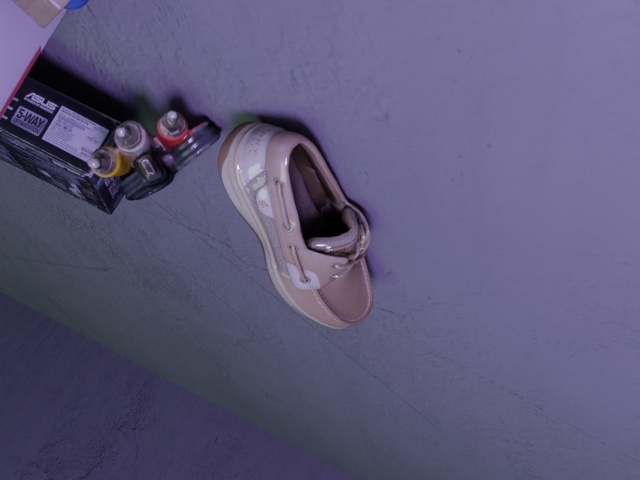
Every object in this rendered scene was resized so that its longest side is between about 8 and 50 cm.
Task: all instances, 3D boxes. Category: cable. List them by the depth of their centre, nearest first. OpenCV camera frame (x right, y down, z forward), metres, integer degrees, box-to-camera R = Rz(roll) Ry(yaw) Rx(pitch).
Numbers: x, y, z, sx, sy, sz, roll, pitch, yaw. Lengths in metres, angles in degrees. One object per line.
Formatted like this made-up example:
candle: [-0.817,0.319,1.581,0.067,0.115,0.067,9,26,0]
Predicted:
cable: [-0.196,-0.105,0.871,0.072,0.139,0.287,61,171,-7]

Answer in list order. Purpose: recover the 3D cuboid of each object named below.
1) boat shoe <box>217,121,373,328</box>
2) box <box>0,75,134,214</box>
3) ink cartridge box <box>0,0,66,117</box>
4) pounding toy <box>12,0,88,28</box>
boat shoe: [0.000,0.000,0.792,0.098,0.109,0.302,12,144,40]
box: [-0.396,-0.152,0.919,0.307,0.076,0.242,27,168,-4]
ink cartridge box: [-0.408,-0.203,0.651,0.306,0.226,0.131,3,148,17]
pounding toy: [-0.171,-0.231,0.546,0.100,0.141,0.130,44,168,-25]
